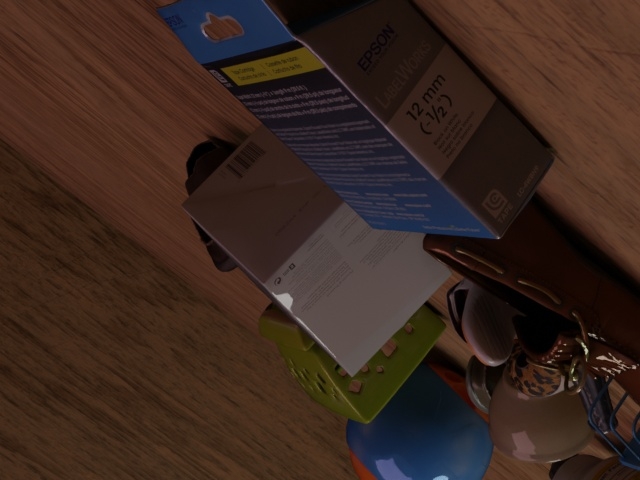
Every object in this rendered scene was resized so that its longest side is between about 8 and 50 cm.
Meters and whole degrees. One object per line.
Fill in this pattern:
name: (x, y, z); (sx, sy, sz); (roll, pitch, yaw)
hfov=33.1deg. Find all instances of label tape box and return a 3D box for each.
label tape box: (0.027, -0.152, 1.063); (0.347, 0.115, 0.249); (44, 164, -22)

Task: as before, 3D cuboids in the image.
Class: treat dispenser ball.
treat dispenser ball: (0.193, 0.379, 2.096); (0.288, 0.288, 0.288); (34, 167, 9)

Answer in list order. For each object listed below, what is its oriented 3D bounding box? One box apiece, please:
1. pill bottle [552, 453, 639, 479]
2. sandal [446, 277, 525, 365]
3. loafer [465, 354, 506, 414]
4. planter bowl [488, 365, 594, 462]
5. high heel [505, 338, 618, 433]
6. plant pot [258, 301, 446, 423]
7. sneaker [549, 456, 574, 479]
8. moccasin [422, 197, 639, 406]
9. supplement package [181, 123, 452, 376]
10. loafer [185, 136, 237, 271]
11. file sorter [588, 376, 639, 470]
pill bottle: (0.533, 0.461, 1.750); (0.188, 0.188, 0.334); (42, 166, -26)
sandal: (0.189, 0.091, 1.307); (0.102, 0.076, 0.265); (57, -157, -2)
loafer: (0.339, 0.259, 1.796); (0.251, 0.094, 0.087); (33, 145, -32)
planter bowl: (0.327, 0.238, 1.615); (0.162, 0.162, 0.109); (22, 134, 46)
high heel: (0.311, 0.135, 1.486); (0.261, 0.093, 0.186); (37, 152, 63)
plant pot: (0.038, 0.149, 1.848); (0.207, 0.227, 0.228); (47, 164, -21)
sneaker: (0.507, 0.467, 2.054); (0.130, 0.087, 0.227); (29, 172, 2)
moccasin: (0.268, 0.087, 1.199); (0.380, 0.147, 0.139); (41, 166, -23)
supplement package: (0.000, 0.000, 1.392); (0.198, 0.199, 0.263); (40, 173, 41)
loafer: (-0.154, -0.063, 1.629); (0.130, 0.134, 0.366); (49, 180, -21)
file sorter: (0.434, 0.221, 1.322); (0.104, 0.118, 0.170); (45, 164, -23)
